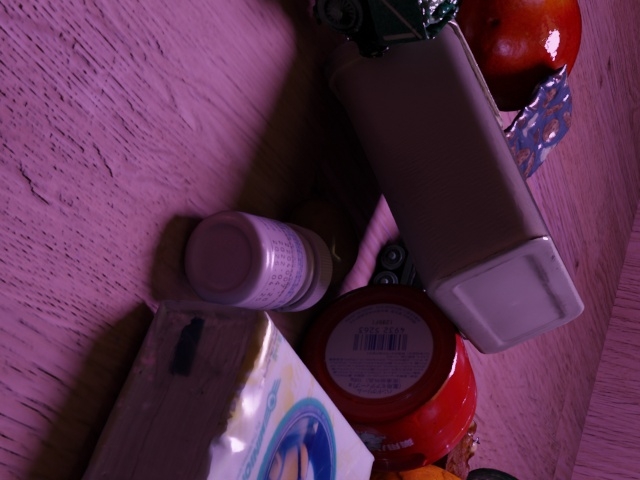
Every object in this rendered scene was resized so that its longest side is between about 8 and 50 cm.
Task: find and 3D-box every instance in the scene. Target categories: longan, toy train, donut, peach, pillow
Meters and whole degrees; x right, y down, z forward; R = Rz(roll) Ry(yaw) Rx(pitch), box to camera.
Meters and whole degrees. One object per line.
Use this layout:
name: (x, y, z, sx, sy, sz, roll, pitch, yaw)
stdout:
longan: (0.000, 0.000, 1.295, 0.113, 0.092, 0.113, 36, 47, -50)
toy train: (0.133, 0.078, 1.577, 0.071, 0.111, 0.170, 43, 60, -57)
donut: (0.197, 0.349, 1.795, 0.144, 0.126, 0.186, -58, 144, -25)
toy train: (0.053, -0.334, 1.177, 0.115, 0.155, 0.269, -44, 125, -48)
peach: (0.309, -0.323, 1.694, 0.243, 0.200, 0.243, -27, 127, -42)
pillow: (0.314, -0.143, 1.663, 0.255, 0.034, 0.189, -48, 152, -8)

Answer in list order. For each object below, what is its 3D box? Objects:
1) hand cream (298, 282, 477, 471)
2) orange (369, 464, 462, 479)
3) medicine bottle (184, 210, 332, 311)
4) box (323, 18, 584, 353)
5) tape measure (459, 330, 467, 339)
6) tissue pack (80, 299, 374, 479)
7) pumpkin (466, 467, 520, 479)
hand cream: (0.090, 0.178, 1.395, 0.230, 0.230, 0.149, -64, 150, -31)
orange: (0.141, 0.455, 1.592, 0.240, 0.240, 0.239, -34, 129, -57)
medicine bottle: (-0.065, 0.025, 1.152, 0.168, 0.105, 0.105, 14, 87, -64)
box: (0.183, -0.065, 1.358, 0.352, 0.178, 0.343, 44, 22, -61)
tape measure: (0.255, 0.050, 1.625, 0.178, 0.105, 0.196, 93, 18, -59)
tissue pack: (-0.091, 0.276, 1.126, 0.287, 0.162, 0.388, -68, 151, -24)
pumpkin: (0.289, 0.577, 1.985, 0.300, 0.207, 0.300, -55, 159, -33)
